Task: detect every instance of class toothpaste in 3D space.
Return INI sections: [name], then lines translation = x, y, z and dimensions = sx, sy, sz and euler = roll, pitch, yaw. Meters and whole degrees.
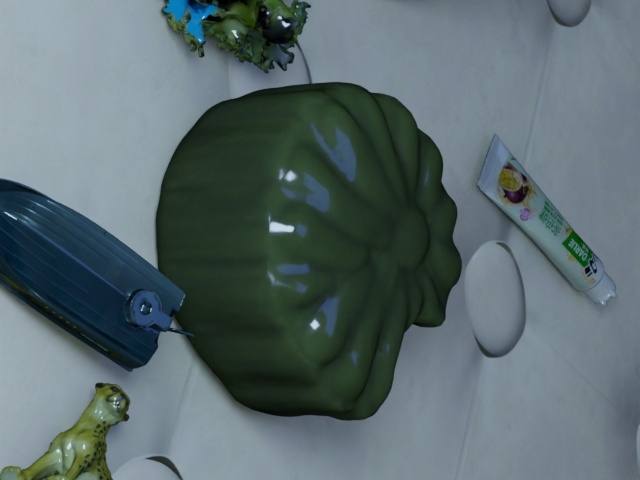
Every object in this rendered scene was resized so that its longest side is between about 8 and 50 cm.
[toothpaste]
translation = 0.295, -0.016, 2.357
dimensions = 0.314, 0.056, 0.058
euler = 44, 12, -38

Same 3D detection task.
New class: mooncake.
[mooncake]
translation = 0.000, 0.000, 1.835
dimensions = 0.351, 0.187, 0.351
euler = 5, 83, -51

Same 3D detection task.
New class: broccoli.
[broccoli]
translation = -0.075, -0.237, 1.778
dimensions = 0.154, 0.160, 0.167
euler = -9, 121, -24

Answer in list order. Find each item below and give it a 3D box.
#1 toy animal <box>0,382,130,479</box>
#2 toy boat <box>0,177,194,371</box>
[toy animal]
translation = -0.199, 0.237, 1.632
dimensions = 0.136, 0.073, 0.181
euler = -45, 118, -55
[toy boat]
translation = -0.229, 0.023, 1.609
dimensions = 0.246, 0.103, 0.093
euler = 38, 70, -29
